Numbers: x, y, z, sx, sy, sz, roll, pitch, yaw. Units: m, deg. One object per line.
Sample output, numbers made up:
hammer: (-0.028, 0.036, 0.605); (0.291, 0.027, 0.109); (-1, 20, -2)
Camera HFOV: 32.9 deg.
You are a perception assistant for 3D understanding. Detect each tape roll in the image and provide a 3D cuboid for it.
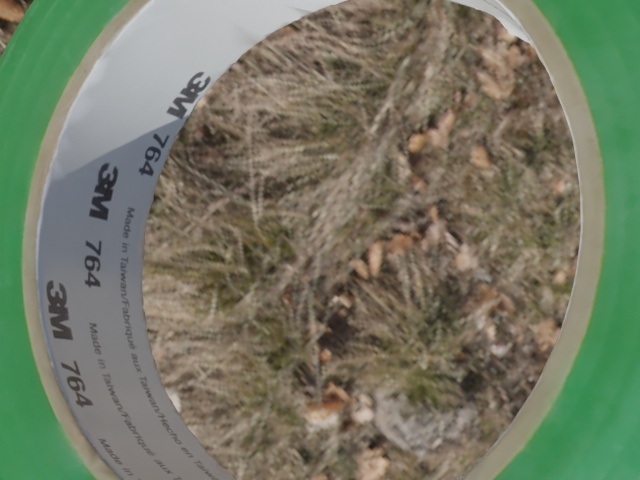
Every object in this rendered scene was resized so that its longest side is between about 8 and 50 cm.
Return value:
tape roll: (0.000, 0.000, 0.423); (0.321, 0.321, 0.077); (-54, 153, 9)
